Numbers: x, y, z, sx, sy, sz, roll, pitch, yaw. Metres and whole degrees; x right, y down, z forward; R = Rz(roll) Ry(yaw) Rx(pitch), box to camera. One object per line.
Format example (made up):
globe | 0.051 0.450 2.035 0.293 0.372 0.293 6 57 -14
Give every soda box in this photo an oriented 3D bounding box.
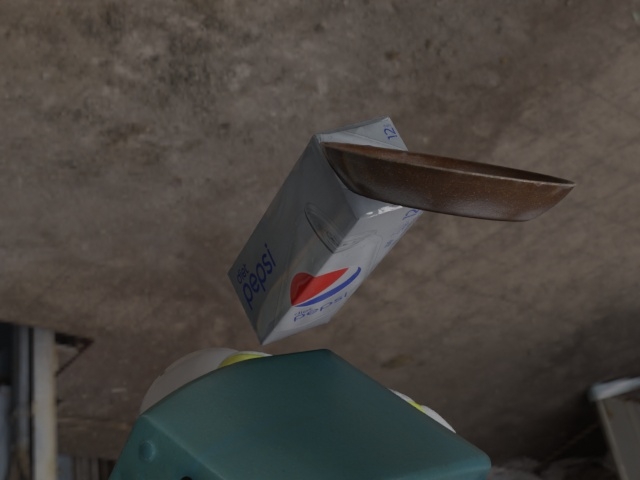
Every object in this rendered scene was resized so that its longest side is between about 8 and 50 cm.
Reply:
soda box | 0.000 0.000 0.996 0.091 0.098 0.286 -16 160 -30

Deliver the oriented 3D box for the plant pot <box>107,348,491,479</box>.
plant pot | -0.032 0.179 0.655 0.234 0.165 0.165 13 105 -58

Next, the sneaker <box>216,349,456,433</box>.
sneaker | 0.001 0.188 0.887 0.240 0.126 0.091 16 131 11

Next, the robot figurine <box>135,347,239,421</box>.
robot figurine | -0.079 0.238 1.084 0.209 0.174 0.278 -14 135 33

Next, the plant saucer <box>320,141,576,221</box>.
plant saucer | 0.095 -0.045 0.765 0.198 0.036 0.198 8 -171 -1
